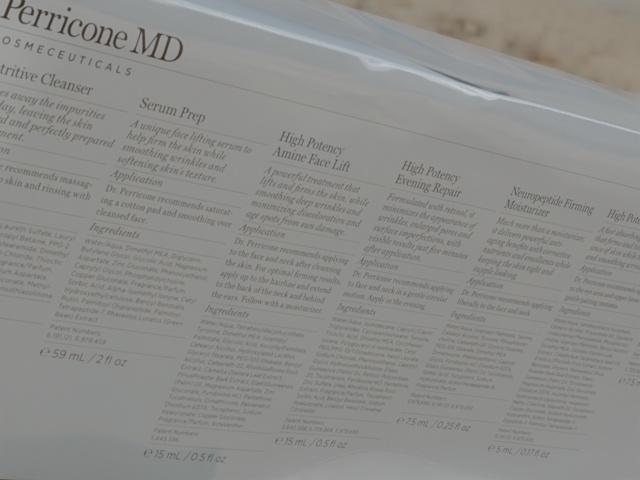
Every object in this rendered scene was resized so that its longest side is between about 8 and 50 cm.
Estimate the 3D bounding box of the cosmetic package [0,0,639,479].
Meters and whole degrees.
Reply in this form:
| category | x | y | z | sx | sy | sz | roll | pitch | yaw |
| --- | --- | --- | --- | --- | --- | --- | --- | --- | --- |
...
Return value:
| category | x | y | z | sx | sy | sz | roll | pitch | yaw |
| --- | --- | --- | --- | --- | --- | --- | --- | --- | --- |
| cosmetic package | 0.000 | 0.000 | 0.420 | 0.239 | 0.099 | 0.060 | 11 | 19 | -43 |
